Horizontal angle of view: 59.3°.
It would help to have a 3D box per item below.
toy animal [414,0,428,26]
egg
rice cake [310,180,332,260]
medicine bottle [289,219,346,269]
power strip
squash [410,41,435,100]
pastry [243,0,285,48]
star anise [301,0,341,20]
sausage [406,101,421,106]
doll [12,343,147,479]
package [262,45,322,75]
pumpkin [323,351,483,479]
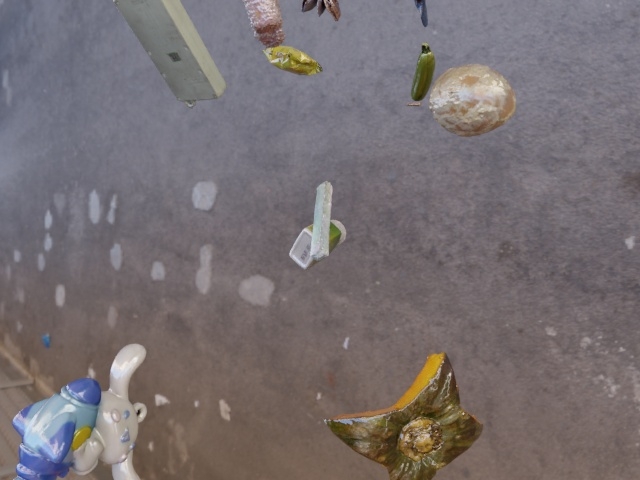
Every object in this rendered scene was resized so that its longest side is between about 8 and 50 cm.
[{"bbox_3d":[0.189,-0.583,1.204,0.238,0.176,0.256,-8,47,13],"label":"toy animal"},{"bbox_3d":[0.428,-0.395,1.590,0.245,0.203,0.204,15,102,28],"label":"egg"},{"bbox_3d":[0.005,-0.053,1.436,0.043,0.034,0.211,-20,56,47],"label":"rice cake"},{"bbox_3d":[0.000,0.000,1.825,0.088,0.188,0.132,41,127,15],"label":"medicine bottle"},{"bbox_3d":[-0.280,-0.372,1.074,0.117,0.270,0.046,4,53,28],"label":"power strip"},{"bbox_3d":[0.357,-0.573,1.938,0.252,0.066,0.066,92,157,-62],"label":"squash"},{"bbox_3d":[-0.166,-0.672,1.573,0.102,0.112,0.265,-8,113,18],"label":"pastry"},{"bbox_3d":[0.013,-0.926,2.078,0.229,0.093,0.237,-31,86,24],"label":"star anise"},{"bbox_3d":[0.339,-0.495,2.044,0.100,0.015,0.015,-148,65,-63],"label":"sausage"},{"bbox_3d":[-0.567,0.465,1.345,0.187,0.365,0.377,-18,81,36],"label":"doll"},{"bbox_3d":[-0.110,-0.691,2.161,0.226,0.168,0.090,36,110,50],"label":"package"},{"bbox_3d":[0.193,0.398,1.184,0.258,0.290,0.095,60,172,-21],"label":"pumpkin"}]
